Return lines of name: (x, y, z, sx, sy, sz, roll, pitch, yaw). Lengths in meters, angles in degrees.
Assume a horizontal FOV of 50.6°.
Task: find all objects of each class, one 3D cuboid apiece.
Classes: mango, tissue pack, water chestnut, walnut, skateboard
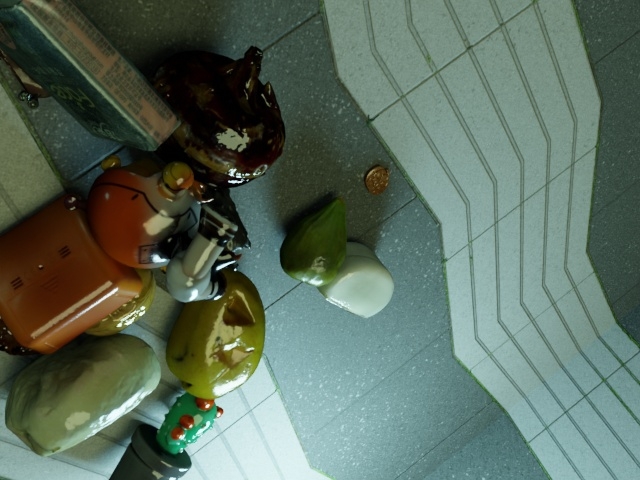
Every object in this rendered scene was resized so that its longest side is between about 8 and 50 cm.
mango: (-0.264, 0.236, 1.737, 0.253, 0.182, 0.365, -2, 112, -31)
tissue pack: (-0.408, -0.294, 1.135, 0.103, 0.228, 0.316, -55, 134, -16)
water chestnut: (-0.190, -0.252, 1.319, 0.300, 0.300, 0.300, -19, 131, -23)
walnut: (-0.465, 0.125, 1.510, 0.206, 0.159, 0.159, -39, 136, -16)
skateboard: (-0.531, -0.316, 1.205, 0.080, 0.067, 0.151, -40, 133, -17)

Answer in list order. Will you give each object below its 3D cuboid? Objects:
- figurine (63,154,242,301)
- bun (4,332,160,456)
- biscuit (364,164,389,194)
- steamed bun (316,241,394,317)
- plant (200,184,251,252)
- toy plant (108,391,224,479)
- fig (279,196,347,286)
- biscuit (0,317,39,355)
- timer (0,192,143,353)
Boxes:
figurine: (-0.314, -0.027, 1.291, 0.196, 0.323, 0.320, -41, 159, -37)
bun: (-0.554, 0.340, 1.561, 0.361, 0.213, 0.361, -31, 179, -1)
biscuit: (0.157, -0.165, 1.834, 0.078, 0.015, 0.091, -40, 136, -3)
steamed bun: (0.100, 0.104, 1.902, 0.164, 0.146, 0.241, -48, 136, 11)
plant: (-0.272, -0.046, 1.492, 0.178, 0.204, 0.234, -33, 93, 12)
toy plant: (-0.410, 0.553, 1.861, 0.400, 0.185, 0.279, -54, 148, -1)
fig: (-0.012, 0.009, 1.767, 0.167, 0.167, 0.233, 50, 51, -46)
biscuit: (-0.638, 0.179, 1.507, 0.192, 0.049, 0.192, -19, 127, -27)
timer: (-0.541, 0.061, 1.367, 0.257, 0.250, 0.161, -35, 172, -8)
